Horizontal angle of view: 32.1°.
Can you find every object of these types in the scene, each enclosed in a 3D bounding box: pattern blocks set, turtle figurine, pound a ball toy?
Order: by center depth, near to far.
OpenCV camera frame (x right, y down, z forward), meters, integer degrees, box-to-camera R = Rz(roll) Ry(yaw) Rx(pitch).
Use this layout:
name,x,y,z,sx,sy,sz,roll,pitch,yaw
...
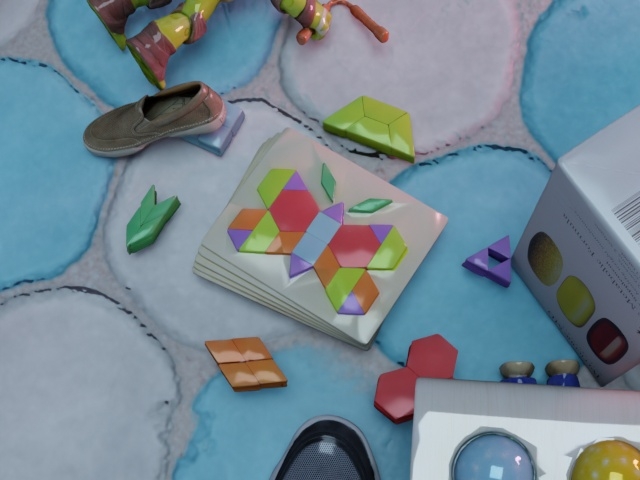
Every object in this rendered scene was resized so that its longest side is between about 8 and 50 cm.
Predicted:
name,x,y,z,sx,sy,sz,roll,pitch,yaw
pound a ball toy,0.220,0.209,0.780,0.319,0.136,0.208,4,81,7
pattern blocks set,0.000,0.000,0.941,0.324,0.026,0.286,16,69,9
turtle figurine,-0.084,-0.232,0.995,0.217,0.087,0.269,-39,76,-9

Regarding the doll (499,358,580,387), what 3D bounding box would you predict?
name,x,y,z,sx,sy,sz,roll,pitch,yaw
doll,0.187,0.191,0.880,0.129,0.046,0.189,-1,73,3

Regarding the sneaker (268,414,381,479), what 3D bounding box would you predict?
name,x,y,z,sx,sy,sz,roll,pitch,yaw
sneaker,-0.011,0.253,0.812,0.101,0.153,0.269,11,73,5

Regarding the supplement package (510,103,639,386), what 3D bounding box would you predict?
name,x,y,z,sx,sy,sz,roll,pitch,yaw
supplement package,0.247,0.001,0.832,0.133,0.244,0.139,-33,74,-8

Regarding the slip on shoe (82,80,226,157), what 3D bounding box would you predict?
name,x,y,z,sx,sy,sz,roll,pitch,yaw
slip on shoe,-0.150,-0.108,0.968,0.135,0.041,0.051,-7,59,19
